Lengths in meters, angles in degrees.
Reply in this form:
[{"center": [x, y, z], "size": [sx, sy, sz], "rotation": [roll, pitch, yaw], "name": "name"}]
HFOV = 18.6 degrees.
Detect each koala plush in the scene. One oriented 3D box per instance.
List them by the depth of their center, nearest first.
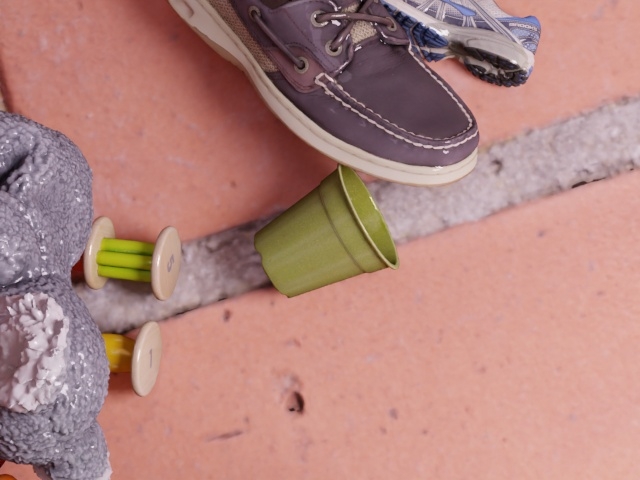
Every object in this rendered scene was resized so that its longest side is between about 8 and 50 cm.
[{"center": [-0.203, 0.048, 1.226], "size": [0.203, 0.196, 0.221], "rotation": [-26, 57, -14], "name": "koala plush"}]

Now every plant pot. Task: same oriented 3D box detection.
[{"center": [0.000, 0.000, 1.335], "size": [0.079, 0.083, 0.083], "rotation": [-28, 69, 13], "name": "plant pot"}]

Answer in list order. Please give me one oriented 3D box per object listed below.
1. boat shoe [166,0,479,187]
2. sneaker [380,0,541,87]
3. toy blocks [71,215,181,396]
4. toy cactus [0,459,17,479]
[{"center": [0.000, -0.144, 1.346], "size": [0.103, 0.092, 0.285], "rotation": [-24, 54, -37], "name": "boat shoe"}, {"center": [0.094, -0.157, 1.388], "size": [0.135, 0.052, 0.058], "rotation": [25, 66, 10], "name": "sneaker"}, {"center": [-0.181, 0.040, 1.357], "size": [0.148, 0.054, 0.123], "rotation": [7, 73, 12], "name": "toy blocks"}, {"center": [-0.181, 0.250, 1.275], "size": [0.219, 0.112, 0.180], "rotation": [38, 99, 16], "name": "toy cactus"}]
